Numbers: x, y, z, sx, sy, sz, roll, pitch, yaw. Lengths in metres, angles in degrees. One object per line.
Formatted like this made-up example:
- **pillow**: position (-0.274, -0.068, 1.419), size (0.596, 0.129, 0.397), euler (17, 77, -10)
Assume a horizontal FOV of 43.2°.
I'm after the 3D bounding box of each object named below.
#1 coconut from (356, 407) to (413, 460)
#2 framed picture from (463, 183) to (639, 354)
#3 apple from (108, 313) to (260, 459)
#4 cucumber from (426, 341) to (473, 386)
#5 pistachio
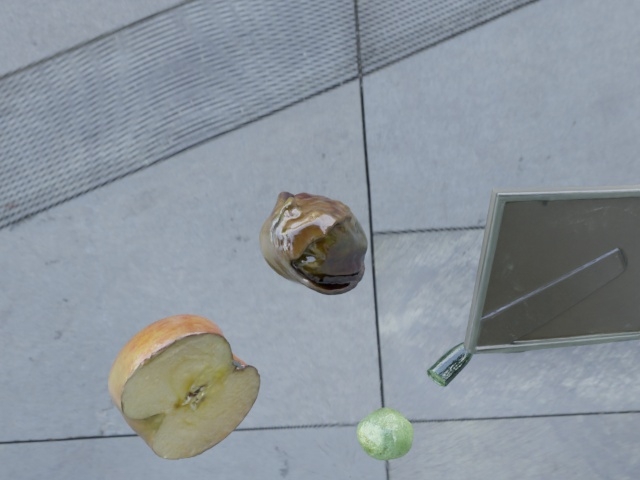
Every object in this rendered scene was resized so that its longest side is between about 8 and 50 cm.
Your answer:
- **coconut**: position (0.107, 0.314, 1.313), size (0.088, 0.096, 0.087), euler (0, 91, 36)
- **framed picture**: position (0.280, 0.030, 0.824), size (0.260, 0.189, 0.023), euler (-3, 30, -12)
- **apple**: position (-0.273, 0.252, 1.534), size (0.251, 0.293, 0.163), euler (-36, 44, -16)
- **cucumber**: position (0.254, 0.231, 1.551), size (0.105, 0.048, 0.048), euler (-42, 77, -10)
- **pistachio**: position (0.000, 0.000, 1.135), size (0.131, 0.210, 0.165), euler (-28, 71, 25)
